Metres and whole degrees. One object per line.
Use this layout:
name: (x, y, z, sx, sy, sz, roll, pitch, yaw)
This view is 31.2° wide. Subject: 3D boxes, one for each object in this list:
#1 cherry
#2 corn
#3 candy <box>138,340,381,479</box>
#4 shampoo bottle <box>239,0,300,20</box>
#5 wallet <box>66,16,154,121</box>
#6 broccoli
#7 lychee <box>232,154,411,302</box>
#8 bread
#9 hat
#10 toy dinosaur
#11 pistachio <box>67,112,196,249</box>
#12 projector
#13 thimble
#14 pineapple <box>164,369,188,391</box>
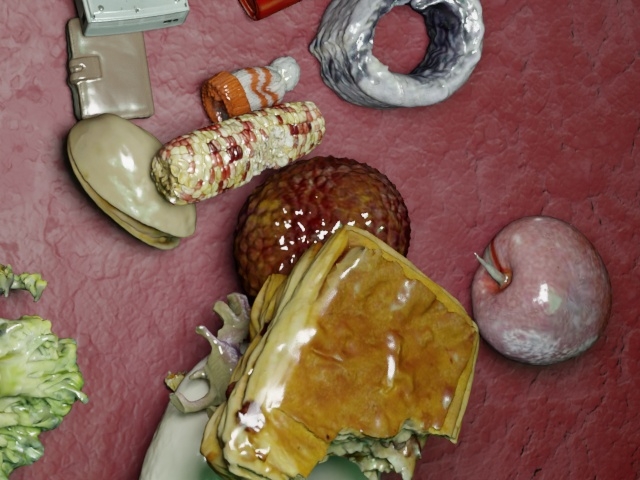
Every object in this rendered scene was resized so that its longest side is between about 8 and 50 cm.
cherry: (0.349, 0.082, 1.829, 0.285, 0.213, 0.236, 29, 91, -31)
corn: (-0.103, -0.128, 1.597, 0.290, 0.098, 0.098, -23, 102, -36)
candy: (-0.083, 0.361, 1.647, 0.386, 0.186, 0.427, 43, 63, -25)
shampoo bottle: (0.007, -0.442, 1.722, 0.314, 0.076, 0.118, -30, 90, -19)
wallet: (-0.301, -0.244, 1.627, 0.118, 0.039, 0.153, -6, 92, -24)
broccoli: (-0.480, 0.178, 1.490, 0.334, 0.272, 0.324, 46, 37, -12)
lychee: (0.000, 0.000, 1.650, 0.260, 0.260, 0.260, -2, 94, -23)
bread: (0.020, 0.193, 1.477, 0.314, 0.191, 0.370, 40, 62, -29)
hat: (-0.091, -0.223, 1.691, 0.162, 0.093, 0.112, -30, 131, -25)
toy dinosaur: (-0.088, 0.197, 1.551, 0.251, 0.072, 0.200, 44, 47, 13)
pistachio: (-0.262, -0.082, 1.605, 0.136, 0.136, 0.226, -45, 107, -14)
projector: (-0.268, -0.355, 1.605, 0.147, 0.061, 0.115, -12, 78, -23)
thimble: (0.120, -0.307, 1.736, 0.245, 0.157, 0.217, -22, 101, -20)
pineapple: (-0.195, 0.222, 1.714, 0.045, 0.019, 0.083, -45, 109, -8)
